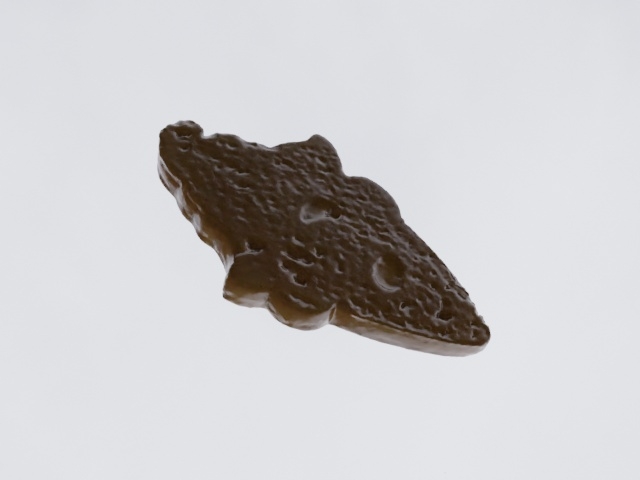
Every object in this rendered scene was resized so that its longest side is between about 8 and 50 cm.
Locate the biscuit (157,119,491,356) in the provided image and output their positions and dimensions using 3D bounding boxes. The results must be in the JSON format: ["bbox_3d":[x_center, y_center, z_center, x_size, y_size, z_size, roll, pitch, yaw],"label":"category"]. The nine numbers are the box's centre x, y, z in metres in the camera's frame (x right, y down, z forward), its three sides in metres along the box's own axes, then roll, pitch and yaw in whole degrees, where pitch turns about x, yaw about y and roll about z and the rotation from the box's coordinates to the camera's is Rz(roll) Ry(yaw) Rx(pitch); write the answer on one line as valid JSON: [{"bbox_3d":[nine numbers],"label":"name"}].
[{"bbox_3d":[0.000,0.000,0.500,0.250,0.035,0.162,33,-132,6],"label":"biscuit"}]
